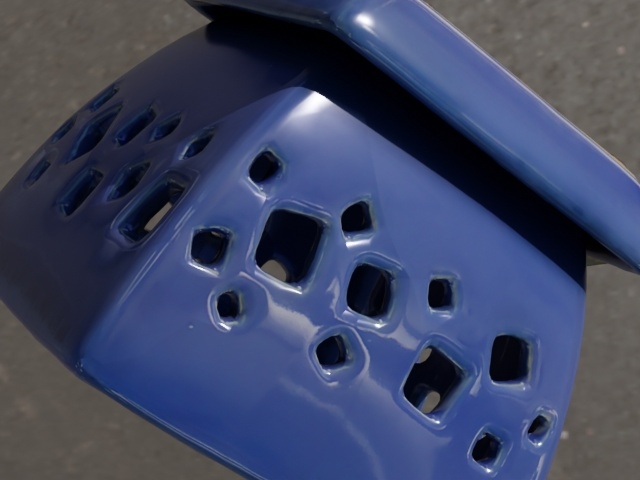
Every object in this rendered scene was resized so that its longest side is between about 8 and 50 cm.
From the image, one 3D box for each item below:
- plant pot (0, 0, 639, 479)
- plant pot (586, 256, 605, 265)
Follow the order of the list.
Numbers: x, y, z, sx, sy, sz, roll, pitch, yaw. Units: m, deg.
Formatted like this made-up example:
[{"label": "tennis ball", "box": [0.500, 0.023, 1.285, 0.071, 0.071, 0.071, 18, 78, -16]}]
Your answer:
[{"label": "plant pot", "box": [0.000, 0.000, 0.779, 0.236, 0.236, 0.212, 35, 88, -26]}, {"label": "plant pot", "box": [0.251, 0.000, 1.534, 0.236, 0.236, 0.032, -3, 83, -30]}]
